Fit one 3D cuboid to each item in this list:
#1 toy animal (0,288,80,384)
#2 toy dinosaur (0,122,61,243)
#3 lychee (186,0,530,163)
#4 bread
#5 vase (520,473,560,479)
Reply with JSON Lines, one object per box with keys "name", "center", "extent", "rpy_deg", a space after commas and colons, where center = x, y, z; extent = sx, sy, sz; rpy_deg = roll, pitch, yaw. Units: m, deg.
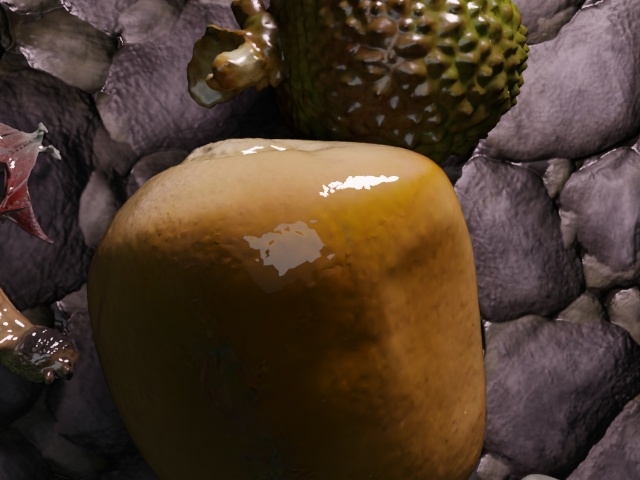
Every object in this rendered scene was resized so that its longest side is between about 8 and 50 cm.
{"name": "toy animal", "center": [-0.360, 0.087, 0.785], "extent": [0.219, 0.069, 0.086], "rpy_deg": [43, 61, -9]}
{"name": "toy dinosaur", "center": [-0.347, -0.091, 0.810], "extent": [0.108, 0.032, 0.220], "rpy_deg": [-32, 83, -5]}
{"name": "lychee", "center": [0.053, -0.197, 0.760], "extent": [0.319, 0.270, 0.270], "rpy_deg": [22, 84, -25]}
{"name": "bread", "center": [-0.032, 0.092, 0.675], "extent": [0.347, 0.253, 0.376], "rpy_deg": [-2, 114, 15]}
{"name": "vase", "center": [0.233, 0.395, 0.832], "extent": [0.128, 0.128, 0.248], "rpy_deg": [21, 94, -7]}
